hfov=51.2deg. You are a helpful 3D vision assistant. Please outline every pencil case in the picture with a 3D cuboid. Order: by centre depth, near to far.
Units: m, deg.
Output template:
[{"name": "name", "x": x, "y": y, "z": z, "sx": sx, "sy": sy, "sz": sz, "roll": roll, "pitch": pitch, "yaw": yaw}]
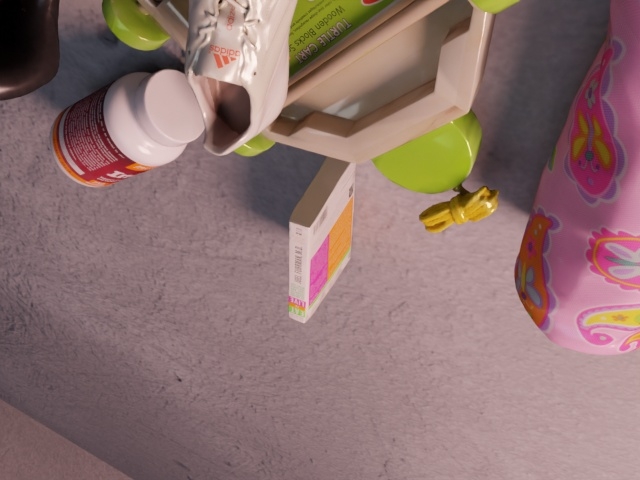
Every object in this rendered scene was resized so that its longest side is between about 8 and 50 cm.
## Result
[{"name": "pencil case", "x": 0.203, "y": -0.046, "z": 0.409, "sx": 0.124, "sy": 0.124, "sz": 0.284, "roll": 18, "pitch": 141, "yaw": 16}]

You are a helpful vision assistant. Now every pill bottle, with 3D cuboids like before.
[{"name": "pill bottle", "x": -0.177, "y": -0.104, "z": 0.618, "sx": 0.152, "sy": 0.086, "sz": 0.086, "roll": -11, "pitch": 128, "yaw": 42}]

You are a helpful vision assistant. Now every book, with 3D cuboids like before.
[{"name": "book", "x": 0.000, "y": 0.000, "z": 0.613, "sx": 0.035, "sy": 0.096, "sz": 0.144, "roll": 21, "pitch": 142, "yaw": 13}]

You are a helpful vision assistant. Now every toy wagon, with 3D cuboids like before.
[{"name": "toy wagon", "x": 0.007, "y": -0.144, "z": 0.463, "sx": 0.344, "sy": 0.068, "sz": 0.267, "roll": 45, "pitch": 141, "yaw": -21}]

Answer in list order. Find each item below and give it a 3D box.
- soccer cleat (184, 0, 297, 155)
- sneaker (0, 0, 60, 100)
[{"name": "soccer cleat", "x": -0.048, "y": -0.134, "z": 0.388, "sx": 0.068, "sy": 0.076, "sz": 0.196, "roll": 19, "pitch": 143, "yaw": 13}, {"name": "sneaker", "x": -0.185, "y": -0.248, "z": 0.353, "sx": 0.202, "sy": 0.185, "sz": 0.483, "roll": 51, "pitch": 153, "yaw": 4}]
